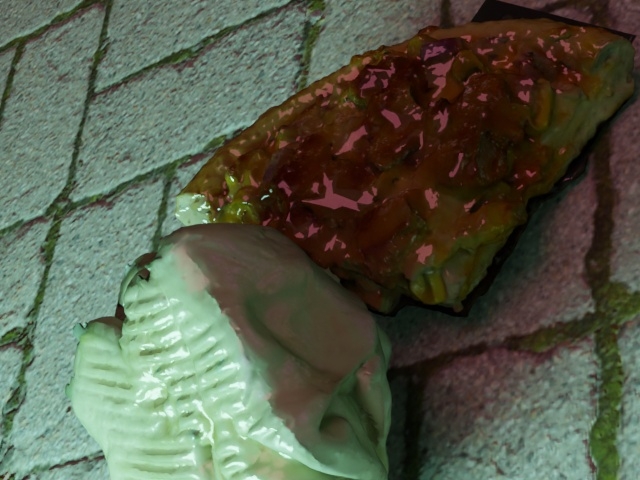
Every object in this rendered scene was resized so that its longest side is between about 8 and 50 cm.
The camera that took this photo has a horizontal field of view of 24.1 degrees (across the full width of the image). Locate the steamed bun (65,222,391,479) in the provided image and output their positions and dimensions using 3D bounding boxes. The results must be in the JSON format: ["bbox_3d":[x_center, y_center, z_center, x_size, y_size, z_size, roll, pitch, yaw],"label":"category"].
[{"bbox_3d":[-0.040,0.126,1.141,0.280,0.207,0.268,56,136,27],"label":"steamed bun"}]

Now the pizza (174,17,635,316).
[{"bbox_3d":[0.064,-0.061,1.228,0.408,0.114,0.278,-17,48,21],"label":"pizza"}]

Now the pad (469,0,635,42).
[{"bbox_3d":[0.172,-0.146,1.305,0.190,0.004,0.127,27,81,50],"label":"pad"}]
